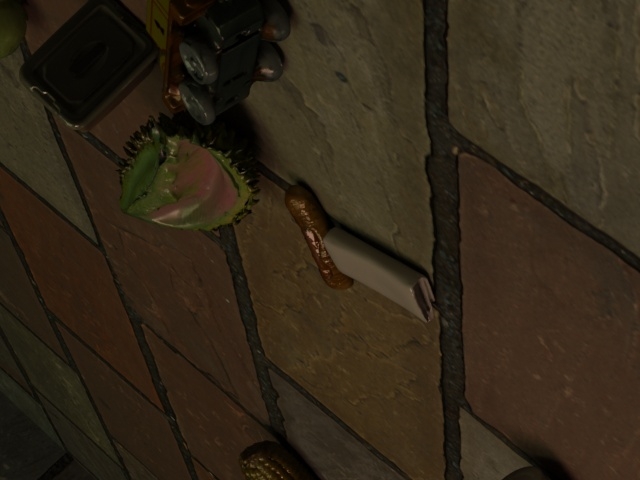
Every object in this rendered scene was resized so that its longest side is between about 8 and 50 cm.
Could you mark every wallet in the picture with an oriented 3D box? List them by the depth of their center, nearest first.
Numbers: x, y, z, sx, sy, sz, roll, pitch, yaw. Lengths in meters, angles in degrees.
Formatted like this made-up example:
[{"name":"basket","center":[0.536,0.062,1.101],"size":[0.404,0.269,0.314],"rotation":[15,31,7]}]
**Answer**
[{"name":"wallet","center":[0.056,0.032,1.439],"size":[0.122,0.025,0.061],"rotation":[29,152,39]}]

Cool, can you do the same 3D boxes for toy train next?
[{"name":"toy train","center":[-0.097,-0.180,1.265],"size":[0.127,0.089,0.219],"rotation":[54,163,13]}]

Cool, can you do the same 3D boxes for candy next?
[{"name":"candy","center":[-0.442,-0.336,1.719],"size":[0.335,0.093,0.092],"rotation":[51,119,15]}]

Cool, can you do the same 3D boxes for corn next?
[{"name":"corn","center":[-0.001,0.416,2.202],"size":[0.320,0.097,0.097],"rotation":[53,160,-14]}]

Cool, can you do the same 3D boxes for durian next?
[{"name":"durian","center":[-0.124,-0.080,1.505],"size":[0.137,0.096,0.220],"rotation":[13,162,-12]}]

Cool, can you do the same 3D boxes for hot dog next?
[{"name":"hot dog","center":[0.000,0.001,1.495],"size":[0.044,0.028,0.137],"rotation":[21,147,38]}]

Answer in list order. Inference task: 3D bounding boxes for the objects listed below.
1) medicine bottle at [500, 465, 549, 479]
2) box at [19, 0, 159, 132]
[{"name":"medicine bottle","center":[0.260,0.338,1.508],"size":[0.260,0.095,0.095],"rotation":[54,159,-15]},{"name":"box","center":[-0.223,-0.168,1.501],"size":[0.089,0.122,0.062],"rotation":[43,171,9]}]
